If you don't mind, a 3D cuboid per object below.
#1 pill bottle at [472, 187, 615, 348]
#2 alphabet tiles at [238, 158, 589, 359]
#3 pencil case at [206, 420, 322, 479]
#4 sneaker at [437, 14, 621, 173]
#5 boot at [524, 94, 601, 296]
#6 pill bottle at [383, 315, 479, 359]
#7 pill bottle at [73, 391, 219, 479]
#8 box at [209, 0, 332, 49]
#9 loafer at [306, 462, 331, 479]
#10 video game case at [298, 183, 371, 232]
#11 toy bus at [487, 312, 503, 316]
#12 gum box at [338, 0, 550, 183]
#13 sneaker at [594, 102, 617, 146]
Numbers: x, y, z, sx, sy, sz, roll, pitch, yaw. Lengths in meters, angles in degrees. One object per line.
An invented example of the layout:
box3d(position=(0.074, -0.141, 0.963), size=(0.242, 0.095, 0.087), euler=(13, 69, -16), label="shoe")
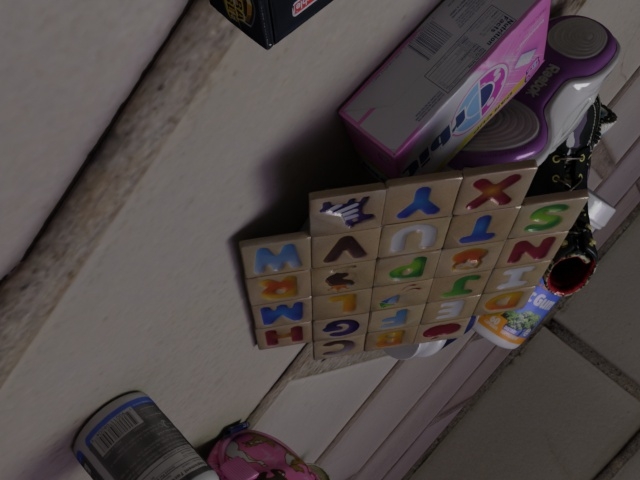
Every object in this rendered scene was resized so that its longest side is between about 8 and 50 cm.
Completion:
box3d(position=(0.334, 0.026, 1.198), size=(0.272, 0.152, 0.152), euler=(-55, 158, 18), label="pill bottle")
box3d(position=(0.076, 0.037, 0.695), size=(0.285, 0.011, 0.342), euler=(-9, 152, -5), label="alphabet tiles")
box3d(position=(-0.149, 0.413, 0.907), size=(0.386, 0.167, 0.160), euler=(-57, 180, 11), label="pencil case")
box3d(position=(0.187, -0.098, 0.755), size=(0.305, 0.114, 0.152), euler=(-37, 155, -25), label="sneaker")
box3d(position=(0.322, -0.061, 0.972), size=(0.085, 0.179, 0.236), euler=(1, 137, -4), label="boot")
box3d(position=(0.153, 0.112, 1.080), size=(0.169, 0.094, 0.094), euler=(-18, 144, -52), label="pill bottle")
box3d(position=(-0.133, 0.199, 0.622), size=(0.078, 0.137, 0.078), euler=(-40, 158, -20), label="pill bottle")
box3d(position=(0.031, -0.216, 0.339), size=(0.220, 0.051, 0.175), euler=(-41, 158, -18), label="box")
box3d(position=(-0.068, 0.440, 1.214), size=(0.268, 0.102, 0.092), euler=(-25, 155, -44), label="loafer")
box3d(position=(0.000, 0.000, 0.709), size=(0.087, 0.011, 0.122), euler=(-11, 138, -58), label="video game case")
box3d(position=(0.228, 0.016, 0.968), size=(0.202, 0.104, 0.191), euler=(-68, 157, -15), label="toy bus")
box3d(position=(0.108, -0.131, 0.619), size=(0.188, 0.062, 0.107), euler=(-46, 159, -4), label="gum box")
box3d(position=(0.374, -0.146, 1.106), size=(0.162, 0.063, 0.073), euler=(-28, 156, -38), label="sneaker")
